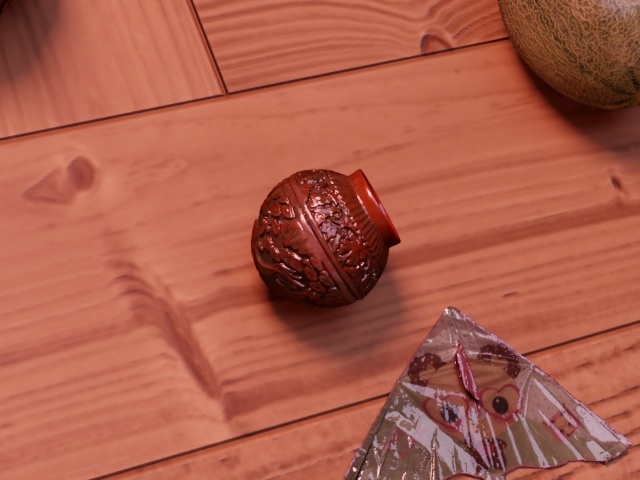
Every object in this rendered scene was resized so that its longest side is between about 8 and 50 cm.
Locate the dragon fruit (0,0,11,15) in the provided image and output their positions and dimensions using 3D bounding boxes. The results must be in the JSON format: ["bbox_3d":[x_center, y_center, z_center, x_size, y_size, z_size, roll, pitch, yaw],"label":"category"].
[{"bbox_3d":[-0.291,-0.260,1.153,0.269,0.198,0.200,23,89,-27],"label":"dragon fruit"}]

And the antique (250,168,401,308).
[{"bbox_3d":[0.000,0.000,1.188,0.104,0.104,0.104,8,64,-16],"label":"antique"}]

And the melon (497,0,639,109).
[{"bbox_3d":[0.206,-0.191,1.325,0.139,0.139,0.192,-14,69,-24],"label":"melon"}]

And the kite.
[{"bbox_3d":[0.121,0.161,1.206,0.229,0.012,0.250,-3,68,-19],"label":"kite"}]
